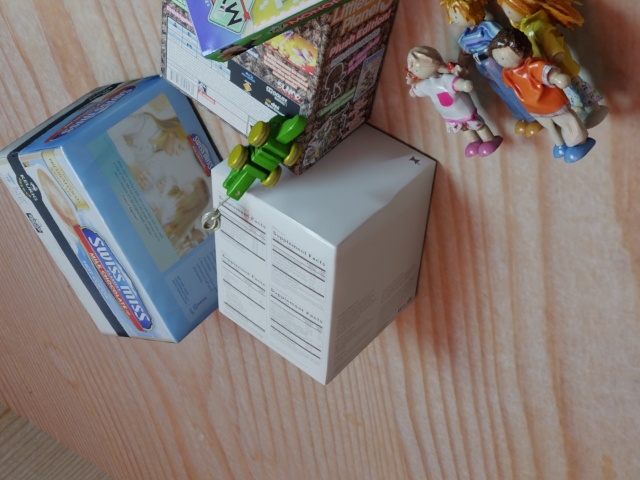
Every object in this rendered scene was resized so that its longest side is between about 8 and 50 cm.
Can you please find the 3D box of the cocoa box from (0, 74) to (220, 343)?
[{"bbox_3d":[-0.284,-0.047,1.510,0.228,0.231,0.347,0,124,48],"label":"cocoa box"}]

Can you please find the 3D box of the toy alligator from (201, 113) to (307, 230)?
[{"bbox_3d":[-0.078,-0.086,1.106,0.056,0.051,0.189,28,125,-26],"label":"toy alligator"}]

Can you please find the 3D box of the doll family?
[{"bbox_3d":[0.188,-0.179,0.974,0.163,0.118,0.263,53,165,-18],"label":"doll family"}]

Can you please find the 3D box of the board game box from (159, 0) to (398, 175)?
[{"bbox_3d":[-0.050,-0.263,1.107,0.232,0.141,0.291,37,145,17],"label":"board game box"}]

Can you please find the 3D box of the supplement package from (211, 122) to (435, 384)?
[{"bbox_3d":[0.000,0.000,1.262,0.198,0.199,0.263,32,143,25],"label":"supplement package"}]

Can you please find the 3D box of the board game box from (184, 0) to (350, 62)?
[{"bbox_3d":[-0.063,-0.357,0.926,0.213,0.046,0.317,-21,85,22],"label":"board game box"}]
